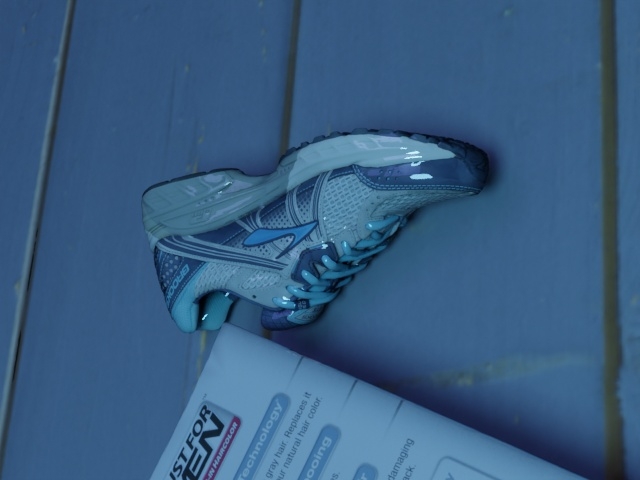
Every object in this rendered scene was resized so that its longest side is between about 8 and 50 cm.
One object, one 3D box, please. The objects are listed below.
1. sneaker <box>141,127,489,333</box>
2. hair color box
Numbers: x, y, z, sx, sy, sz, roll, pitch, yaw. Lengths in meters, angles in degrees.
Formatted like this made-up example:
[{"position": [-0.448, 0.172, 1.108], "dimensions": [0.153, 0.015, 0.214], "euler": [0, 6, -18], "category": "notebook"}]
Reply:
[{"position": [0.000, 0.000, 1.048], "dimensions": [0.283, 0.110, 0.122], "euler": [-15, 77, 34], "category": "sneaker"}, {"position": [0.056, 0.201, 0.876], "dimensions": [0.374, 0.113, 0.185], "euler": [20, 80, 41], "category": "hair color box"}]
